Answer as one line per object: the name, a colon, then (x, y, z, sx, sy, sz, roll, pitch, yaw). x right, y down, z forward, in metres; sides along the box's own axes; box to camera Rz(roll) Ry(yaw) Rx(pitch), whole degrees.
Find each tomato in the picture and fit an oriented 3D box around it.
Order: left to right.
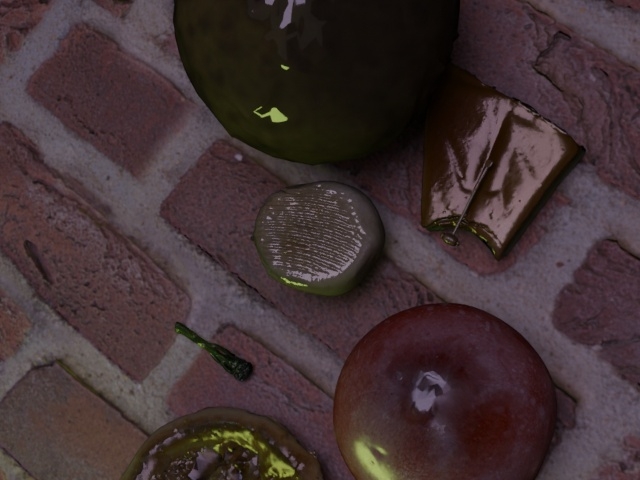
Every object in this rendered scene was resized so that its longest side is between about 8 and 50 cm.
tomato: (0.143, 0.203, 1.348, 0.270, 0.227, 0.270, -5, 72, 15)

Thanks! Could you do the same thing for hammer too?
hammer: (0.193, -0.050, 1.457, 0.029, 0.014, 0.123, 27, 88, 15)

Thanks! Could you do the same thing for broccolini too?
broccolini: (-0.153, 0.150, 1.563, 0.140, 0.035, 0.030, 31, 83, 24)

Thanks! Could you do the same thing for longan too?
longan: (0.001, -0.290, 1.453, 0.391, 0.391, 0.391, -5, 74, 17)

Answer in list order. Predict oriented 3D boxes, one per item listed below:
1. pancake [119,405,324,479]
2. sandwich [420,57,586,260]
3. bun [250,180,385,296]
pancake: (-0.131, 0.387, 1.475, 0.356, 0.065, 0.356, -6, 72, 20)
sandwich: (0.193, -0.107, 1.505, 0.245, 0.063, 0.212, 37, 90, 25)
bun: (0.000, 0.000, 1.512, 0.166, 0.113, 0.173, -45, 65, -6)
